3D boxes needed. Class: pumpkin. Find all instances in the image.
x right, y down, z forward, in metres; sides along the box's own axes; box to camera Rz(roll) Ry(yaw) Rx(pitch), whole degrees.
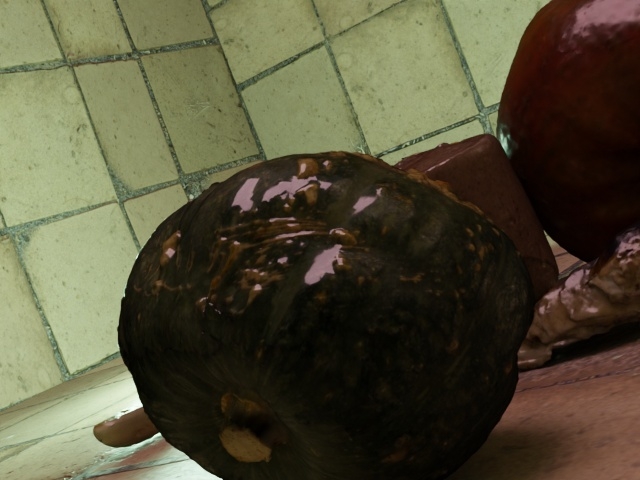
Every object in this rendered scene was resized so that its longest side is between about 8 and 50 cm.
[{"bbox_3d":[0.000,0.066,0.805,0.257,0.291,0.327,-54,8,-37],"label":"pumpkin"}]

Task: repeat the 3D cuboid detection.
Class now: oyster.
[{"bbox_3d":[0.288,0.051,1.041,0.232,0.107,0.161,-22,9,40],"label":"oyster"}]

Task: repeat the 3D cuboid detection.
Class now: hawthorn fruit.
[{"bbox_3d":[0.415,-0.177,1.286,0.402,0.403,0.403,-21,2,1],"label":"hawthorn fruit"}]

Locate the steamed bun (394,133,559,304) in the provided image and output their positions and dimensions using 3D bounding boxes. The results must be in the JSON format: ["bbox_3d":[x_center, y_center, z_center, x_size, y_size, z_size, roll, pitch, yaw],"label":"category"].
[{"bbox_3d":[0.154,-0.003,1.248,0.199,0.251,0.301,-38,8,-27],"label":"steamed bun"}]

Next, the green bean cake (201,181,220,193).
[{"bbox_3d":[0.000,0.000,1.624,0.335,0.218,0.319,4,9,21],"label":"green bean cake"}]

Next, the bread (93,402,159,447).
[{"bbox_3d":[-0.249,0.261,1.521,0.073,0.053,0.214,-14,3,37],"label":"bread"}]

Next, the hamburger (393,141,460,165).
[{"bbox_3d":[0.237,-0.059,1.874,0.302,0.261,0.186,20,-25,-34],"label":"hamburger"}]
